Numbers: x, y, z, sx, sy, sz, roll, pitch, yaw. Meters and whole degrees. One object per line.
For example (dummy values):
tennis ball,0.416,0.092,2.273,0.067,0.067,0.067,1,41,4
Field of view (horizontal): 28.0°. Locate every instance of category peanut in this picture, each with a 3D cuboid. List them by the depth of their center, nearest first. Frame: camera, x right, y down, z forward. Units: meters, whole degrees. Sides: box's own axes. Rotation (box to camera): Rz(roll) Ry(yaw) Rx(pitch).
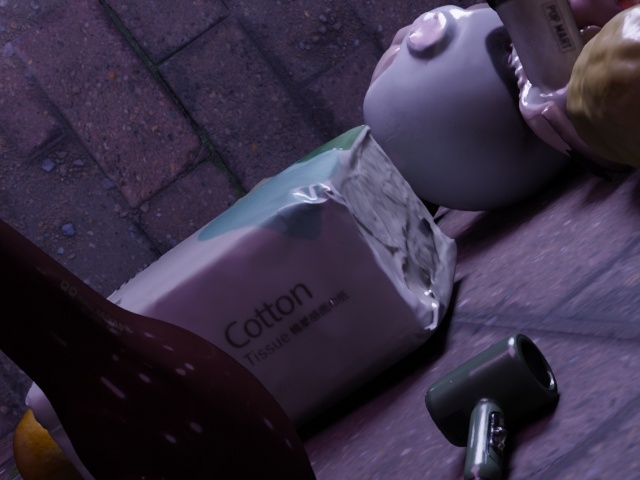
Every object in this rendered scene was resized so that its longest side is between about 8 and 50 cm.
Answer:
peanut,0.271,-0.112,1.003,0.147,0.147,0.319,-36,-2,4

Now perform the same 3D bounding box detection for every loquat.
loquat,-0.280,0.232,1.484,0.163,0.137,0.163,-37,22,18

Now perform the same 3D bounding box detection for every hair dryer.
hair dryer,0.096,0.116,0.734,0.071,0.047,0.150,-36,16,23
hair dryer,-0.153,0.172,0.768,0.123,0.312,0.340,-33,27,37

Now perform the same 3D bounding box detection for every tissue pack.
tissue pack,-0.062,0.072,1.194,0.356,0.194,0.266,-35,7,18

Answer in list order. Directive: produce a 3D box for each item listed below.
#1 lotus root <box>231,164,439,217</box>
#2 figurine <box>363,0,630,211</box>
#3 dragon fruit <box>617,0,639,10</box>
lotus root,0.005,0.004,1.640,0.267,0.149,0.260,-12,22,30
figurine,0.183,-0.148,1.327,0.211,0.253,0.361,-56,20,-19
dragon fruit,0.461,-0.367,1.870,0.211,0.147,0.282,-36,4,-3
